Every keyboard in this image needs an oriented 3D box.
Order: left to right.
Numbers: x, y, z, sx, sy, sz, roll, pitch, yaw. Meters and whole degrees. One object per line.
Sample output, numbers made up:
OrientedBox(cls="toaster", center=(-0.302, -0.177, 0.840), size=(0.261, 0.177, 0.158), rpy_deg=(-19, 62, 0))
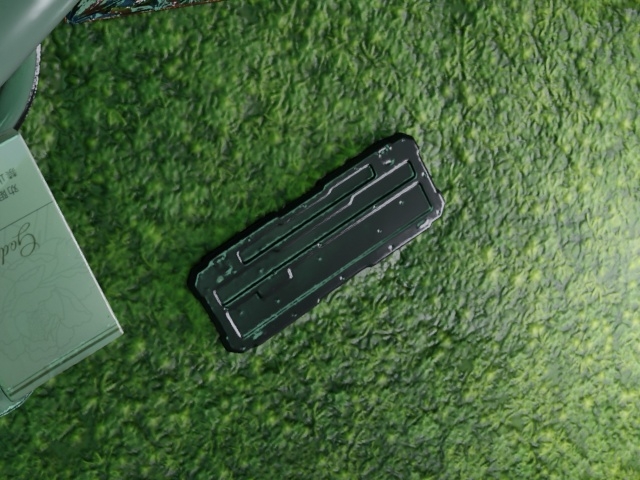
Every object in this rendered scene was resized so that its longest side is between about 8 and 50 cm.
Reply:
OrientedBox(cls="keyboard", center=(0.000, 0.000, 1.177), size=(0.262, 0.016, 0.106), rpy_deg=(-34, 113, -15))

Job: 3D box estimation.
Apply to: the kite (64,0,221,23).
OrientedBox(cls="kite", center=(-0.153, -0.254, 1.059), size=(0.232, 0.009, 0.189), rpy_deg=(38, 83, -27))

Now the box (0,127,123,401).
OrientedBox(cls="box", center=(-0.244, 0.022, 0.981), size=(0.109, 0.029, 0.198), rpy_deg=(-32, 120, -19))

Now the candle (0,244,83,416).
OrientedBox(cls="candle", center=(-0.276, 0.043, 1.031), size=(0.168, 0.068, 0.192), rpy_deg=(-29, 114, -16))

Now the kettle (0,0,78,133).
OrientedBox(cls="kettle", center=(-0.300, -0.141, 0.946), size=(0.236, 0.161, 0.221), rpy_deg=(-50, 146, -5))
